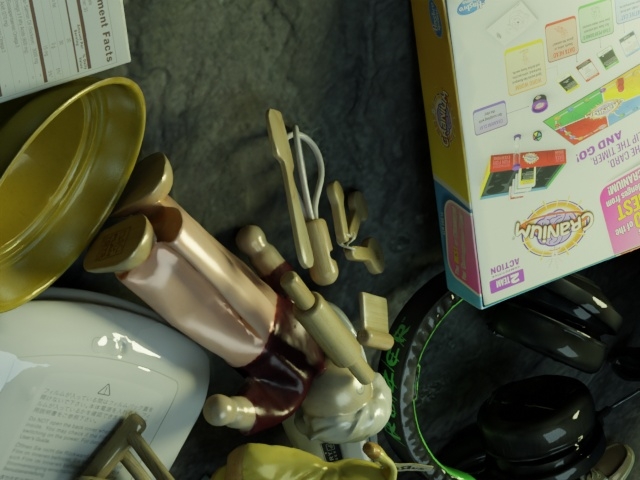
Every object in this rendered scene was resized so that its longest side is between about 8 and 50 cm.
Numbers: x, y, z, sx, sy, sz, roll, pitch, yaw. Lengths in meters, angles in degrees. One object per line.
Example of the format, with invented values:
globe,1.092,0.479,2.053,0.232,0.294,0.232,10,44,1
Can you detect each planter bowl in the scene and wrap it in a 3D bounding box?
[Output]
planter bowl,-0.240,-0.056,1.327,0.217,0.090,0.217,-52,165,-20

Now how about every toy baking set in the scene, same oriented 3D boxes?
toy baking set,0.000,0.006,1.507,0.030,0.197,0.256,-16,141,21

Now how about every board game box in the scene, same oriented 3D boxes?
board game box,0.218,-0.120,1.587,0.242,0.064,0.316,-19,116,-22

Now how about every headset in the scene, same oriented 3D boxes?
headset,0.227,0.138,1.764,0.394,0.185,0.243,3,99,-27

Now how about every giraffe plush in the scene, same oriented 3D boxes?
giraffe plush,0.000,0.291,1.543,0.210,0.170,0.181,-5,154,12

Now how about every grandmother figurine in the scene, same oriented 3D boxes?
grandmother figurine,-0.059,0.081,1.497,0.342,0.104,0.208,40,55,-33

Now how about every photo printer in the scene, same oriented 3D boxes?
photo printer,-0.254,0.183,1.490,0.256,0.107,0.307,15,110,-40

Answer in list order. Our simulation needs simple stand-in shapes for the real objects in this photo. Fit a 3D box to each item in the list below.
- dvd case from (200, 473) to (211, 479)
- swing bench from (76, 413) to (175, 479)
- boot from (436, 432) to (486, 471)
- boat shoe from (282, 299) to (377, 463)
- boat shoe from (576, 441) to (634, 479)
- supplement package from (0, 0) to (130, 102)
dvd case,-0.103,0.294,1.730,0.119,0.013,0.087,33,98,-42
swing bench,-0.168,0.332,1.399,0.255,0.253,0.165,-38,133,-8
boot,0.260,0.391,1.842,0.131,0.260,0.348,-40,126,15
boat shoe,0.014,0.174,1.674,0.096,0.088,0.267,-15,111,3
boat shoe,0.312,0.284,1.976,0.135,0.050,0.045,-42,139,-3
supplement package,-0.249,-0.172,1.257,0.179,0.105,0.105,-21,127,-22
